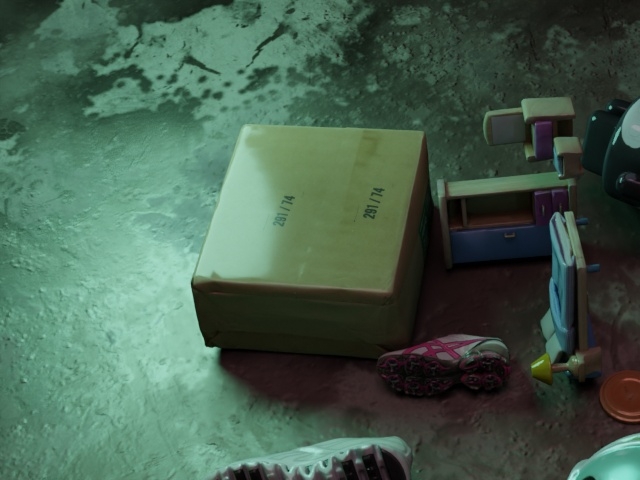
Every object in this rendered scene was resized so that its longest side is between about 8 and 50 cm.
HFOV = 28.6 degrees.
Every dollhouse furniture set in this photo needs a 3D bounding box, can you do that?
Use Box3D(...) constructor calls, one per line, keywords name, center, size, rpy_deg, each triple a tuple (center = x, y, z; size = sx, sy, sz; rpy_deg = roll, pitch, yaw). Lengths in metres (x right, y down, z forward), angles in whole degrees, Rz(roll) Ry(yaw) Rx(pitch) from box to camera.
Box3D(name="dollhouse furniture set", center=(0.268, 0.009, 1.718), size=(0.198, 0.286, 0.303), rpy_deg=(-6, 37, 6))

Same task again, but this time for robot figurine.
Box3D(name="robot figurine", center=(0.528, -0.112, 1.856), size=(0.278, 0.173, 0.209), rpy_deg=(25, 76, 28))

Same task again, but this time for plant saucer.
Box3D(name="plant saucer", center=(0.420, 0.210, 1.697), size=(0.083, 0.013, 0.083), rpy_deg=(-5, 48, 6))

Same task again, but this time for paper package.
Box3D(name="paper package", center=(0.000, 0.000, 1.856), size=(0.309, 0.168, 0.325), rpy_deg=(4, 50, 12))

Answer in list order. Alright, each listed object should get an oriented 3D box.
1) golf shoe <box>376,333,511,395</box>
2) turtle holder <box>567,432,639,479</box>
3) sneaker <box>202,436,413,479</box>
Box3D(name="golf shoe", center=(0.171, 0.169, 1.753), size=(0.186, 0.067, 0.086), rpy_deg=(-2, 28, 4))
Box3D(name="turtle holder", center=(0.393, 0.374, 1.445), size=(0.227, 0.243, 0.320), rpy_deg=(7, 90, 35))
Box3D(name="sneaker", center=(-0.014, 0.315, 1.641), size=(0.292, 0.110, 0.118), rpy_deg=(-11, 9, 17))
